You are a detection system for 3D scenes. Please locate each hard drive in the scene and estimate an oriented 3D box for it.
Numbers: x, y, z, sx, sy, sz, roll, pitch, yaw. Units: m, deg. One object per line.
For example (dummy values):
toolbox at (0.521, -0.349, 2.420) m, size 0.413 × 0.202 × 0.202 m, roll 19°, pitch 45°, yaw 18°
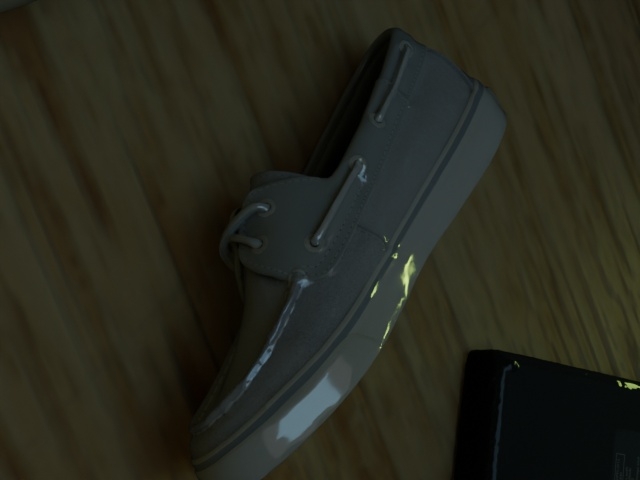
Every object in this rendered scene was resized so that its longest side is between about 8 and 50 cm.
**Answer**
hard drive at (0.109, 0.100, 0.602) m, size 0.135 × 0.022 × 0.094 m, roll 15°, pitch 77°, yaw -35°

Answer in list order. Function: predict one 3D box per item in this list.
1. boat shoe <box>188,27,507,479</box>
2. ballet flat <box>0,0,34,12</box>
boat shoe at (0.000, 0.000, 0.508) m, size 0.063 × 0.066 × 0.184 m, roll 40°, pitch 65°, yaw -11°
ballet flat at (0.013, -0.182, 0.493) m, size 0.400 × 0.139 × 0.139 m, roll -34°, pitch 106°, yaw -35°
